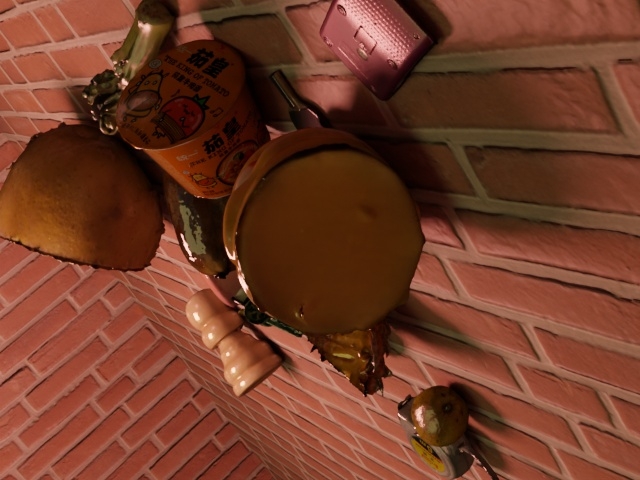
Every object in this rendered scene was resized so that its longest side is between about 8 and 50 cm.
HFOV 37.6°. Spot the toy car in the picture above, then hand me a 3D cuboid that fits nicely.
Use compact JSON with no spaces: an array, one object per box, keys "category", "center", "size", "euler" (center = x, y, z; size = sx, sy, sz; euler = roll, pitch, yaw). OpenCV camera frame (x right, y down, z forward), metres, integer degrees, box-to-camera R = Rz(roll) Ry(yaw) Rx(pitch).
[{"category":"toy car","center":[-0.020,0.146,1.831],"size":[0.306,0.125,0.136],"euler":[22,176,9]}]

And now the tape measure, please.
[{"category":"tape measure","center":[0.284,0.424,1.775],"size":[0.330,0.084,0.164],"euler":[34,159,39]}]

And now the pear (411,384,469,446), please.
[{"category":"pear","center":[0.215,0.316,1.691],"size":[0.107,0.107,0.131],"euler":[43,164,16]}]

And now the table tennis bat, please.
[{"category":"table tennis bat","center":[-0.023,-0.181,1.374],"size":[0.158,0.014,0.095],"euler":[53,162,-19]}]

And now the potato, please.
[{"category":"potato","center":[-0.564,-0.115,2.300],"size":[0.442,0.319,0.385],"euler":[21,-172,38]}]

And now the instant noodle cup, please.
[{"category":"instant noodle cup","center":[-0.183,-0.177,1.458],"size":[0.216,0.216,0.172],"euler":[33,165,37]}]

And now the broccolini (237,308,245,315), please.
[{"category":"broccolini","center":[-0.177,0.177,2.354],"size":[0.254,0.058,0.071],"euler":[151,120,-68]}]

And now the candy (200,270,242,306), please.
[{"category":"candy","center":[-0.211,0.027,1.970],"size":[0.255,0.094,0.255],"euler":[58,179,1]}]

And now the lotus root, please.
[{"category":"lotus root","center":[-0.202,-0.071,1.698],"size":[0.160,0.152,0.274],"euler":[-121,23,-73]}]

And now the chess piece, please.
[{"category":"chess piece","center":[-0.252,0.263,2.542],"size":[0.299,0.167,0.167],"euler":[49,161,9]}]

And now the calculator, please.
[{"category":"calculator","center":[0.058,-0.231,1.073],"size":[0.126,0.034,0.190],"euler":[46,162,0]}]

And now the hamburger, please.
[{"category":"hamburger","center":[-0.005,-0.025,1.280],"size":[0.276,0.276,0.237],"euler":[56,-179,-21]}]

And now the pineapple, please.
[{"category":"pineapple","center":[0.050,0.122,1.675],"size":[0.161,0.158,0.334],"euler":[11,-161,-46]}]

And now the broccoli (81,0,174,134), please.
[{"category":"broccoli","center":[-0.306,-0.302,1.598],"size":[0.304,0.165,0.145],"euler":[129,130,-58]}]
